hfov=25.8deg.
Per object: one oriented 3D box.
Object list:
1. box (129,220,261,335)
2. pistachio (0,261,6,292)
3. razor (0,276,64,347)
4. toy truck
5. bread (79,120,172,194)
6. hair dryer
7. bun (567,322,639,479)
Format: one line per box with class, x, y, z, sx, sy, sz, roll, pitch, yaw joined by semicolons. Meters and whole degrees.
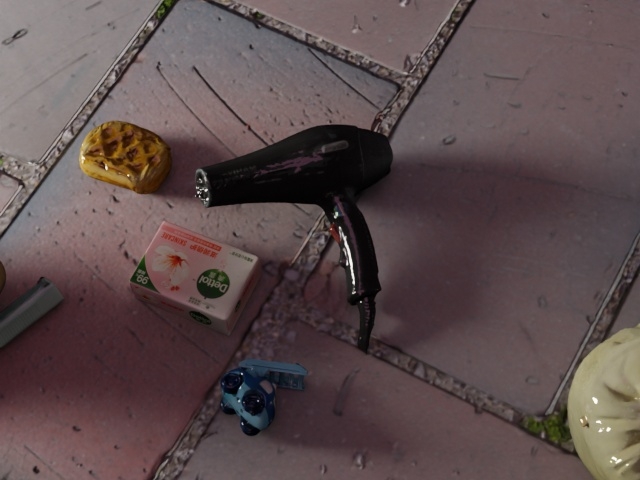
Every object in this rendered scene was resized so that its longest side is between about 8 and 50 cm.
box;-0.140;0.041;1.570;0.125;0.043;0.089;20;64;12
pistachio;-0.479;0.033;1.514;0.293;0.162;0.181;3;48;9
razor;-0.402;0.133;1.529;0.278;0.056;0.111;-33;30;-21
toy truck;-0.060;0.159;1.503;0.090;0.056;0.073;-31;59;-28
bread;-0.229;-0.099;1.650;0.111;0.044;0.083;20;61;10
hair dryer;0.000;0.000;1.560;0.235;0.091;0.271;-13;68;-22
bun;0.371;0.174;1.431;0.229;0.145;0.229;0;59;0
